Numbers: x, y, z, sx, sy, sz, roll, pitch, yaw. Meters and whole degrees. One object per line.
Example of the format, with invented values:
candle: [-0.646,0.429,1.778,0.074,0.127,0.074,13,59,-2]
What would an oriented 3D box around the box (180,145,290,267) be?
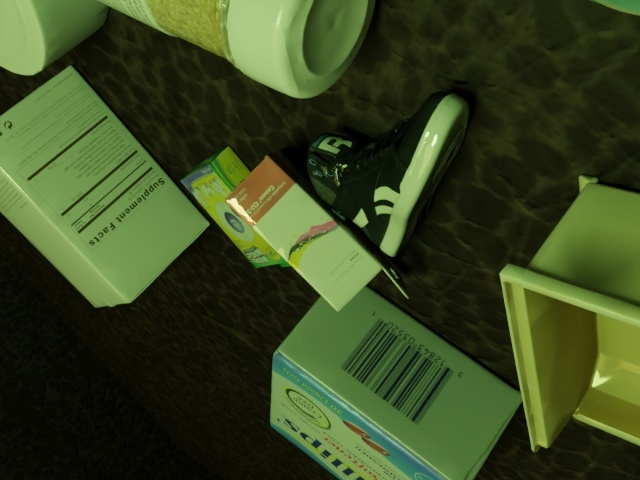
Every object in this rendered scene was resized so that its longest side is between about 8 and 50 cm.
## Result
box: [-0.091,-0.029,0.904,0.179,0.043,0.105,48,153,-16]

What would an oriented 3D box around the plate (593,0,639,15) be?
plate: [0.174,-0.126,0.294,0.188,0.024,0.188,3,176,0]

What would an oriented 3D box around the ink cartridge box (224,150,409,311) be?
ink cartridge box: [0.000,0.000,0.742,0.198,0.067,0.115,44,-171,-4]

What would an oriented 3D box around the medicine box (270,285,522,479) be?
medicine box: [0.080,0.224,0.931,0.263,0.149,0.289,34,151,16]

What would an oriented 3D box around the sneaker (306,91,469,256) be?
sneaker: [0.044,-0.070,0.620,0.121,0.079,0.217,35,154,11]

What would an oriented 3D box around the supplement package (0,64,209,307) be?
supplement package: [-0.342,-0.066,1.033,0.293,0.175,0.177,51,151,-17]

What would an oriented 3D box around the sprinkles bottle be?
sprinkles bottle: [-0.130,-0.234,0.564,0.355,0.121,0.121,30,151,23]

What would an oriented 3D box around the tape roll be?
tape roll: [-0.367,-0.326,0.770,0.286,0.100,0.286,32,152,19]

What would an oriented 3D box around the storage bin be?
storage bin: [0.289,0.109,0.510,0.262,0.123,0.260,19,145,37]
